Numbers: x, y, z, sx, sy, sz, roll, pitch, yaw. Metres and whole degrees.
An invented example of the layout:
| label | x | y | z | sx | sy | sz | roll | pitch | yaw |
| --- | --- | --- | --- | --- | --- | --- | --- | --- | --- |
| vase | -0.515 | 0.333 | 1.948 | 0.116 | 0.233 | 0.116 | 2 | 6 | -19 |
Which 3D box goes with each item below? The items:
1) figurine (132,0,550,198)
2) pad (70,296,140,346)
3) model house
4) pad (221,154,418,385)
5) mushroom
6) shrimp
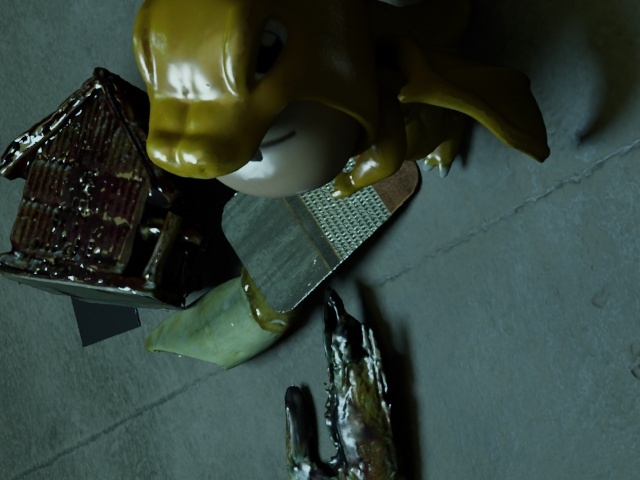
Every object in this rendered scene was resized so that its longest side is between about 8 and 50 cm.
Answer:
| label | x | y | z | sx | sy | sz | roll | pitch | yaw |
| --- | --- | --- | --- | --- | --- | --- | --- | --- | --- |
| figurine | -0.005 | -0.206 | 1.370 | 0.268 | 0.387 | 0.401 | -33 | 68 | 32 |
| pad | -0.338 | 0.024 | 2.086 | 0.170 | 0.006 | 0.245 | -22 | 81 | 48 |
| model house | -0.249 | -0.061 | 1.838 | 0.297 | 0.317 | 0.282 | 9 | 83 | 13 |
| pad | 0.017 | 0.008 | 1.567 | 0.250 | 0.055 | 0.323 | -45 | 43 | 22 |
| mushroom | -0.123 | 0.110 | 1.791 | 0.333 | 0.087 | 0.107 | -33 | 56 | 50 |
| shrimp | 0.013 | 0.232 | 1.676 | 0.233 | 0.071 | 0.365 | 2 | 104 | 55 |
